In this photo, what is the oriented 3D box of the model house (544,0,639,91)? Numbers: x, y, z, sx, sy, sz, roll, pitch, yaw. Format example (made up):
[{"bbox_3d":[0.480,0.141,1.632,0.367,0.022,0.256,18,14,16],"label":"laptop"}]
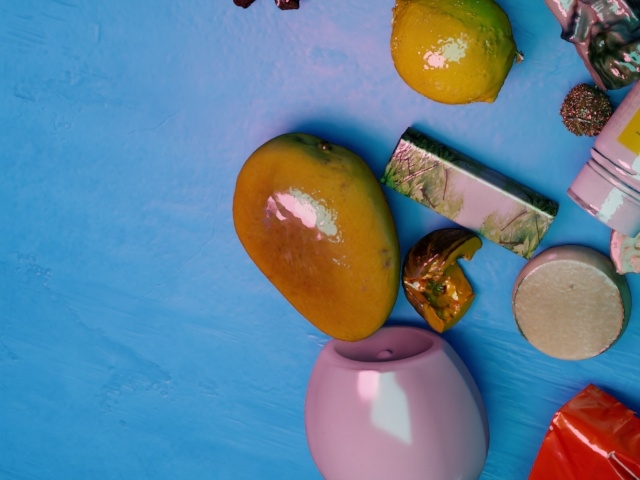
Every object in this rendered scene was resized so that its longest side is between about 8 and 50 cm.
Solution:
[{"bbox_3d":[0.429,-0.388,1.334,0.298,0.243,0.284,-33,94,14],"label":"model house"}]

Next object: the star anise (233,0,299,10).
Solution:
[{"bbox_3d":[-0.080,-0.449,1.534,0.190,0.126,0.220,48,120,0],"label":"star anise"}]

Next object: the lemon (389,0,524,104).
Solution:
[{"bbox_3d":[0.191,-0.288,1.483,0.206,0.173,0.173,35,117,12],"label":"lemon"}]

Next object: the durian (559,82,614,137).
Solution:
[{"bbox_3d":[0.400,-0.197,1.506,0.080,0.080,0.091,26,113,7],"label":"durian"}]

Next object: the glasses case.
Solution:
[{"bbox_3d":[0.237,-0.077,1.613,0.272,0.062,0.095,29,123,6],"label":"glasses case"}]

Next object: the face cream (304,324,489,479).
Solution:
[{"bbox_3d":[0.130,0.336,1.722,0.312,0.219,0.357,-2,111,18],"label":"face cream"}]

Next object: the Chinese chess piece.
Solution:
[{"bbox_3d":[0.402,0.099,1.621,0.188,0.083,0.188,8,113,19],"label":"Chinese chess piece"}]

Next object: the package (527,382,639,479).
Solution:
[{"bbox_3d":[0.442,0.459,1.695,0.196,0.123,0.424,35,122,35],"label":"package"}]

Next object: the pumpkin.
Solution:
[{"bbox_3d":[0.190,0.049,1.646,0.107,0.119,0.183,39,139,35],"label":"pumpkin"}]

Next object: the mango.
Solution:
[{"bbox_3d":[0.000,0.000,1.641,0.253,0.182,0.365,-17,99,28],"label":"mango"}]

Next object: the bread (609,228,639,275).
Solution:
[{"bbox_3d":[0.552,-0.019,1.527,0.172,0.064,0.232,44,116,11],"label":"bread"}]

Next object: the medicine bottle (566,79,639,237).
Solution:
[{"bbox_3d":[0.477,-0.141,1.446,0.143,0.143,0.258,34,109,3],"label":"medicine bottle"}]
